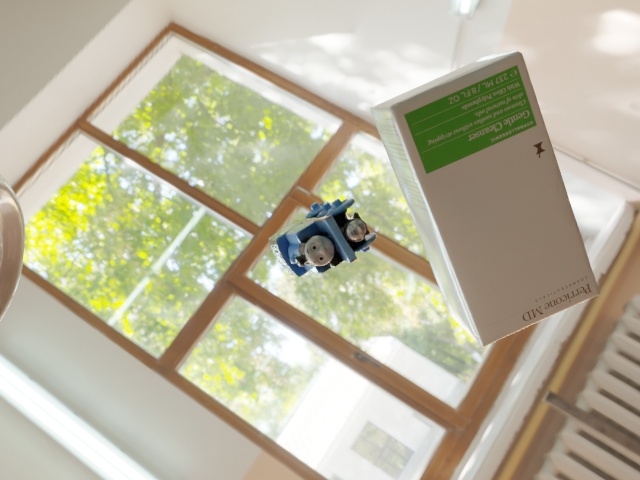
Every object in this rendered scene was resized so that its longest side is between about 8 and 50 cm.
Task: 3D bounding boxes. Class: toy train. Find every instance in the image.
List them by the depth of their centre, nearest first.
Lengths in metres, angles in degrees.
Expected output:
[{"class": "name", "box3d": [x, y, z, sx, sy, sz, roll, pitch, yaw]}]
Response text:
[{"class": "toy train", "box3d": [0.000, 0.000, 0.856, 0.105, 0.080, 0.184, -35, 10, -13]}]

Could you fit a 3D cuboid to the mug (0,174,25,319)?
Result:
[{"class": "mug", "box3d": [-0.466, 0.038, 0.582, 0.276, 0.328, 0.374, -61, -18, -77]}]

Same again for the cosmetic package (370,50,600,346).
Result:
[{"class": "cosmetic package", "box3d": [0.235, -0.061, 0.944, 0.197, 0.365, 0.155, -25, 13, -2]}]
